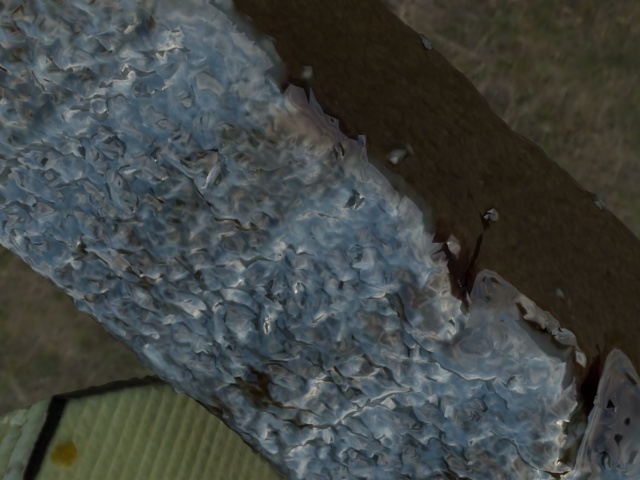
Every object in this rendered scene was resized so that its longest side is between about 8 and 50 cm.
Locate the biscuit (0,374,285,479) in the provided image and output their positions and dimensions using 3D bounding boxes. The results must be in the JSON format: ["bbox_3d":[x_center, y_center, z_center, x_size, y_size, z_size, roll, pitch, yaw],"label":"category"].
[{"bbox_3d":[-0.062,0.154,0.699,0.052,0.150,0.252,-15,133,29],"label":"biscuit"}]

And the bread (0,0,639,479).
[{"bbox_3d":[0.000,0.000,0.609,0.416,0.113,0.165,41,129,-17],"label":"bread"}]
